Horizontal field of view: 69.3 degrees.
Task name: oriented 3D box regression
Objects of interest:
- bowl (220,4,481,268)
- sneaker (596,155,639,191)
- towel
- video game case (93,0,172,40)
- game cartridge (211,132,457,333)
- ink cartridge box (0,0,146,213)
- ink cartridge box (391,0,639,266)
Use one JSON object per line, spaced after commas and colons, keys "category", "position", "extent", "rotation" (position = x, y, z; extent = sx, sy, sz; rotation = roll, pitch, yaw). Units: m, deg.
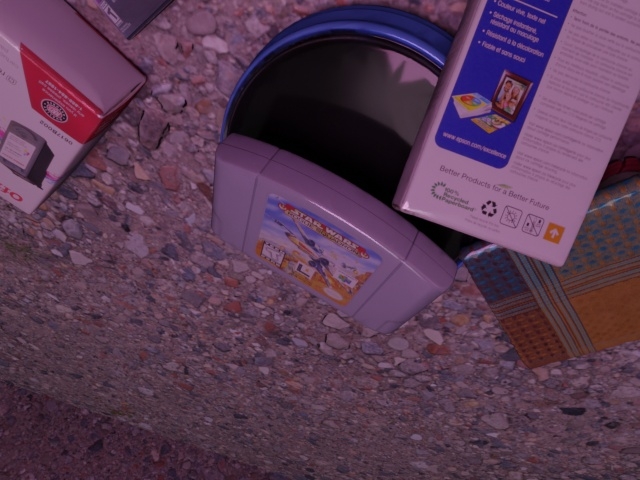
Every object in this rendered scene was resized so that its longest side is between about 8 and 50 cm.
{"category": "bowl", "position": [0.045, -0.089, 0.611], "extent": [0.391, 0.077, 0.391], "rotation": [10, 123, 16]}
{"category": "sneaker", "position": [0.473, 0.020, 0.635], "extent": [0.299, 0.112, 0.121], "rotation": [33, 134, -17]}
{"category": "towel", "position": [0.388, 0.025, 0.552], "extent": [0.370, 0.040, 0.271], "rotation": [-24, 124, 23]}
{"category": "video game case", "position": [-0.268, -0.362, 0.485], "extent": [0.196, 0.026, 0.274], "rotation": [3, 142, 50]}
{"category": "game cartridge", "position": [0.000, 0.000, 0.560], "extent": [0.297, 0.062, 0.198], "rotation": [30, 153, 3]}
{"category": "ink cartridge box", "position": [-0.439, -0.204, 0.676], "extent": [0.306, 0.131, 0.226], "rotation": [-31, 119, 36]}
{"category": "ink cartridge box", "position": [0.218, -0.175, 0.451], "extent": [0.176, 0.069, 0.371], "rotation": [19, 99, -4]}
